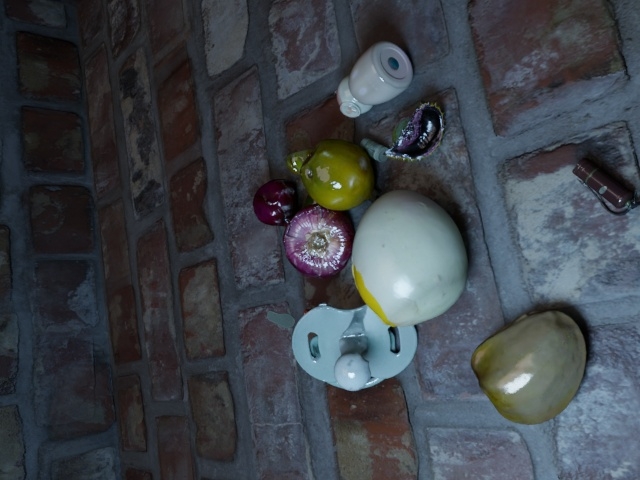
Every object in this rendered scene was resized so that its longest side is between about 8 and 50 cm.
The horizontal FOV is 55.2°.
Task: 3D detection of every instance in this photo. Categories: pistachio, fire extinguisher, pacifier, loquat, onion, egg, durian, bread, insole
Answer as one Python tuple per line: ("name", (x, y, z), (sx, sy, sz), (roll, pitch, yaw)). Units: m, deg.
("pistachio", (0.468, 0.276, 1.339), (0.260, 0.163, 0.212), (-44, 79, 24))
("fire extinguisher", (0.595, -0.105, 1.273), (0.157, 0.045, 0.078), (50, 153, 34))
("pacifier", (0.089, 0.313, 1.637), (0.344, 0.269, 0.288), (-7, 111, 10))
("loquat", (0.067, -0.176, 1.754), (0.213, 0.246, 0.213), (-58, 9, 14))
("onion", (-0.145, -0.105, 2.026), (0.173, 0.135, 0.198), (-54, 55, 37))
("egg", (0.216, 0.038, 1.515), (0.283, 0.283, 0.344), (-24, 69, 46))
("durian", (0.258, -0.286, 1.625), (0.186, 0.119, 0.108), (-56, 13, 18))
("bread", (-0.059, -0.254, 1.965), (0.157, 0.094, 0.082), (-8, 80, 40))
("onion", (0.000, 0.000, 1.864), (0.230, 0.163, 0.229), (1, 97, 8))
("insole", (-0.139, 0.271, 2.121), (0.153, 0.002, 0.053), (11, 99, 48))

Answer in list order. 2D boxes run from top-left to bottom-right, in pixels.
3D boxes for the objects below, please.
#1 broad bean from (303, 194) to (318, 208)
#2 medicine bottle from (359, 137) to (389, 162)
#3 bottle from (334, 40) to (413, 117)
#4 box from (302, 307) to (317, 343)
("broad bean", (-0.001, -0.130, 1.926), (0.098, 0.056, 0.318), (51, 124, 34))
("medicine bottle", (0.155, -0.260, 1.755), (0.083, 0.047, 0.047), (38, 118, 42))
("bottle", (0.133, -0.436, 1.714), (0.236, 0.148, 0.147), (-28, 70, 53))
("box", (0.022, 0.300, 1.873), (0.182, 0.099, 0.133), (29, 111, 42))
